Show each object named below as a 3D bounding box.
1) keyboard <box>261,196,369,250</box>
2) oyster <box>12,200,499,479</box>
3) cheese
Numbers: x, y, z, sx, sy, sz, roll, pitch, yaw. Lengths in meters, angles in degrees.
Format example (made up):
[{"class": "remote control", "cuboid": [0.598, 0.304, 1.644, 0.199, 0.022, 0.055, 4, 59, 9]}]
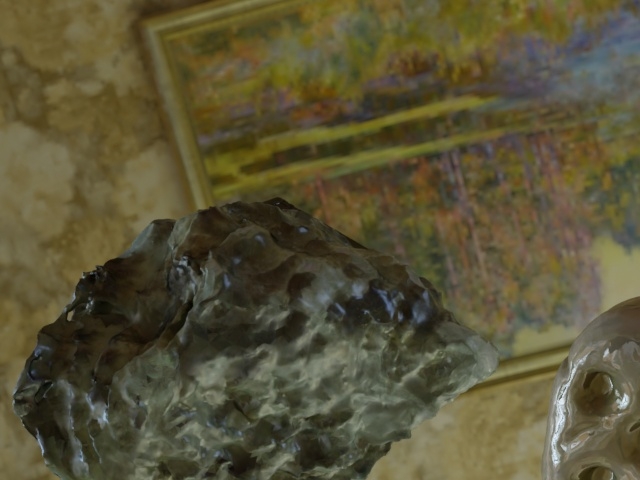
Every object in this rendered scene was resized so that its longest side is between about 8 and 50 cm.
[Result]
[{"class": "keyboard", "cuboid": [0.000, 0.000, 1.508, 0.204, 0.013, 0.061, 31, -145, 35]}, {"class": "oyster", "cuboid": [-0.039, 0.070, 0.766, 0.267, 0.198, 0.112, -32, -171, -16]}, {"class": "cheese", "cuboid": [0.276, 0.153, 1.005, 0.218, 0.235, 0.117, -22, -175, 33]}]
